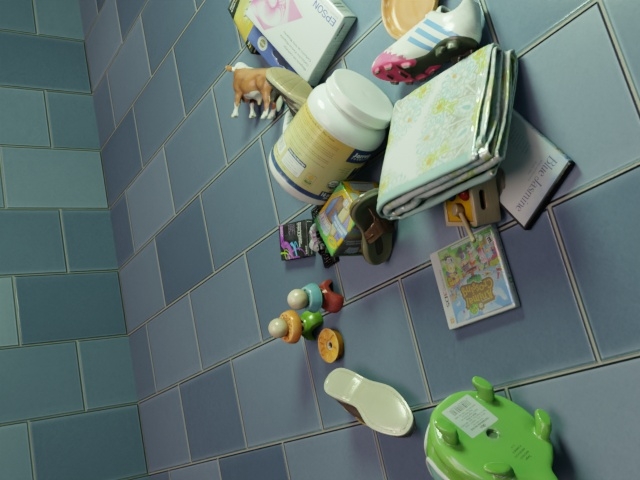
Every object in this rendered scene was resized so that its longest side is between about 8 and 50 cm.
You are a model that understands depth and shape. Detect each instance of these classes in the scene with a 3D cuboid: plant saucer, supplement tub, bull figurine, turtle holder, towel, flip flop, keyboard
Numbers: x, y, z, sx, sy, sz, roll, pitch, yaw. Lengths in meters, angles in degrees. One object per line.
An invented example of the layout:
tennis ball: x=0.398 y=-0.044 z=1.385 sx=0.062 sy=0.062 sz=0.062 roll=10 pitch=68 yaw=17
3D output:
plant saucer: x=0.229 y=-0.598 z=1.780 sx=0.200 sy=0.037 sz=0.199 roll=5 pitch=96 yaw=54
supplement tub: x=0.029 y=-0.272 z=1.893 sx=0.316 sy=0.228 sz=0.228 roll=-50 pitch=52 yaw=34
bull figurine: x=-0.222 y=-0.498 z=2.363 sx=0.310 sy=0.101 sz=0.188 roll=17 pitch=106 yaw=54
turtle holder: x=0.373 y=0.466 z=1.493 sx=0.321 sy=0.243 sz=0.227 roll=16 pitch=127 yaw=13
towel: x=0.276 y=-0.236 z=1.601 sx=0.374 sy=0.090 sz=0.320 roll=-24 pitch=45 yaw=52
flip flop: x=0.144 y=-0.025 z=1.789 sx=0.080 sy=0.112 sz=0.277 roll=52 pitch=163 yaw=40
keyboard: x=0.007 y=-0.020 z=2.115 sx=0.100 sy=0.038 sz=0.192 roll=-36 pitch=64 yaw=49

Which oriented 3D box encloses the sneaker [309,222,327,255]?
sneaker: x=0.000 y=0.000 z=2.075 sx=0.069 sy=0.038 sz=0.098 roll=42 pitch=145 yaw=39

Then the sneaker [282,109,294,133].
sneaker: x=-0.092 y=-0.289 z=2.202 sx=0.115 sy=0.090 sz=0.232 roll=-4 pitch=87 yaw=58

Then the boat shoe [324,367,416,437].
boat shoe: x=0.142 y=0.440 z=1.894 sx=0.324 sy=0.096 sz=0.116 roll=18 pitch=66 yaw=49

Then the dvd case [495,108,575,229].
dvd case: x=0.416 y=-0.169 z=1.547 sx=0.253 sy=0.022 sz=0.180 roll=55 pitch=133 yaw=37

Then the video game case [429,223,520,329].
video game case: x=0.350 y=0.088 z=1.648 sx=0.212 sy=0.023 sz=0.193 roll=-32 pitch=66 yaw=50

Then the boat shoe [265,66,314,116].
boat shoe: x=-0.053 y=-0.396 z=2.069 sx=0.285 sy=0.103 sz=0.092 roll=37 pitch=135 yaw=12

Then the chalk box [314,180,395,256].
chalk box: x=0.081 y=-0.043 z=1.928 sx=0.213 sy=0.132 sz=0.132 roll=-53 pitch=51 yaw=40

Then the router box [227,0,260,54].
router box: x=-0.176 y=-0.794 z=2.302 sx=0.308 sy=0.081 sz=0.242 roll=-56 pitch=49 yaw=39

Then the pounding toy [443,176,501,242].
pounding toy: x=0.328 y=-0.074 z=1.582 sx=0.130 sy=0.100 sz=0.141 roll=3 pitch=104 yaw=64

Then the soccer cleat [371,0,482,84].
soccer cleat: x=0.256 y=-0.472 z=1.704 sx=0.331 sy=0.116 sz=0.143 roll=-6 pitch=70 yaw=53

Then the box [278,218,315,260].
box: x=-0.075 y=-0.001 z=2.238 sx=0.162 sy=0.029 sz=0.116 roll=-12 pitch=82 yaw=53

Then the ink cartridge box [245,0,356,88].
ink cartridge box: x=-0.085 y=-0.630 z=2.115 sx=0.324 sy=0.071 sz=0.330 roll=51 pitch=129 yaw=19

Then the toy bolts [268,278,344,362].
toy bolts: x=-0.036 y=0.238 z=2.079 sx=0.218 sy=0.159 sz=0.228 roll=47 pitch=128 yaw=43
